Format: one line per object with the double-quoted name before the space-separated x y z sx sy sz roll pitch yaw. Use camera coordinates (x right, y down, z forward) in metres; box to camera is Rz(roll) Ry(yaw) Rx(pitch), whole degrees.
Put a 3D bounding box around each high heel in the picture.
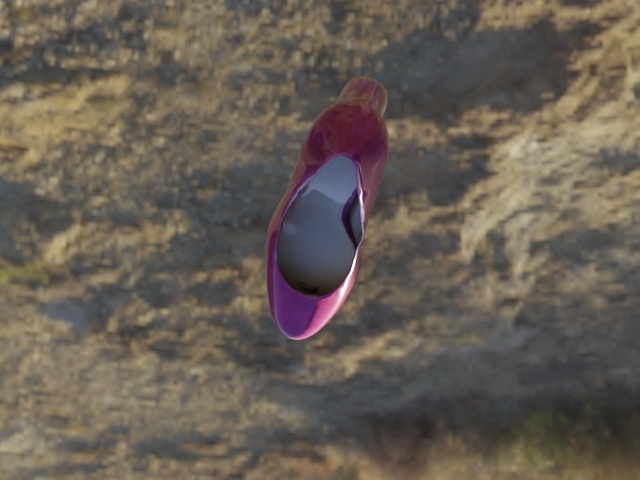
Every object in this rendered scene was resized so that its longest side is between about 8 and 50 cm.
"high heel" 0.000 0.000 1.077 0.082 0.117 0.244 23 123 -2
